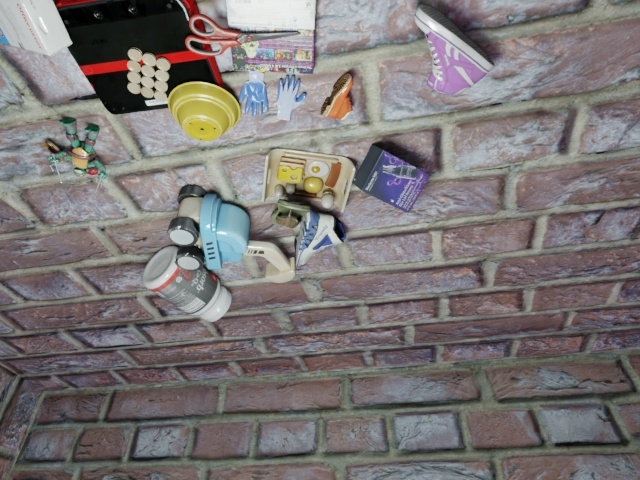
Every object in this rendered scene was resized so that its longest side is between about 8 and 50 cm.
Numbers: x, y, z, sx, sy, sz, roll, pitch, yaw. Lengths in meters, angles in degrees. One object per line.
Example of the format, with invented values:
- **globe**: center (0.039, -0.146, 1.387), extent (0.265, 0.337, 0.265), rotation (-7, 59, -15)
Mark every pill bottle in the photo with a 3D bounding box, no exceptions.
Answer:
- **pill bottle**: center (-0.577, 0.202, 1.885), extent (0.210, 0.210, 0.363), rotation (-22, 134, 23)

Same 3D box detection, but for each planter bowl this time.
- **planter bowl**: center (-0.355, -0.366, 1.296), extent (0.217, 0.090, 0.217), rotation (-1, 152, -1)

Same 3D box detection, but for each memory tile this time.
- **memory tile**: center (-0.489, -0.467, 1.214), extent (0.113, 0.012, 0.148), rotation (13, 143, -17)

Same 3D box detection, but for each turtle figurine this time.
- **turtle figurine**: center (-0.802, -0.279, 1.422), extent (0.175, 0.118, 0.234), rotation (4, 125, -26)

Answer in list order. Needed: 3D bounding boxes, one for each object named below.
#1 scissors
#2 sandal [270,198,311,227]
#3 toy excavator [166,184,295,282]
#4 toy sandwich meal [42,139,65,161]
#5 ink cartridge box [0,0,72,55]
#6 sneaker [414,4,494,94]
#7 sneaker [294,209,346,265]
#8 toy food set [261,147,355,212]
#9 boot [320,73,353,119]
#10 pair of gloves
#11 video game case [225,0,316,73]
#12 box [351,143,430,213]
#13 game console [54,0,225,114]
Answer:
- **scissors**: center (-0.207, -0.530, 1.138), extent (0.297, 0.021, 0.109), rotation (4, 140, -12)
- **sandal**: center (-0.113, -0.082, 1.565), extent (0.120, 0.086, 0.303), rotation (10, 166, -13)
- **toy excavator**: center (-0.318, 0.013, 1.660), extent (0.446, 0.222, 0.432), rotation (3, 139, -2)
- **toy sandwich meal**: center (-0.896, -0.300, 1.437), extent (0.086, 0.029, 0.085), rotation (37, 161, 15)
- **ink cartridge box**: center (-0.749, -0.562, 1.075), extent (0.191, 0.082, 0.139), rotation (19, 142, 17)
- **sneaker**: center (0.327, -0.499, 1.171), extent (0.282, 0.102, 0.161), rotation (27, 135, -27)
- **sneaker**: center (0.000, -0.001, 1.704), extent (0.182, 0.127, 0.315), rotation (3, 145, -14)
- **toy food set**: center (-0.049, -0.200, 1.514), extent (0.306, 0.092, 0.219), rotation (6, 138, -7)
- **boot**: center (0.071, -0.429, 1.288), extent (0.085, 0.059, 0.158), rotation (16, 145, -20)
- **pair of gloves**: center (-0.146, -0.438, 1.302), extent (0.198, 0.023, 0.159), rotation (10, 138, -9)
- **video game case**: center (-0.129, -0.559, 1.151), extent (0.232, 0.041, 0.210), rotation (2, 138, -1)
- **box**: center (0.237, -0.208, 1.448), extent (0.207, 0.108, 0.153), rotation (21, 106, -23)
- **game console**: center (-0.498, -0.523, 1.198), extent (0.387, 0.060, 0.342), rotation (-4, 144, 7)
